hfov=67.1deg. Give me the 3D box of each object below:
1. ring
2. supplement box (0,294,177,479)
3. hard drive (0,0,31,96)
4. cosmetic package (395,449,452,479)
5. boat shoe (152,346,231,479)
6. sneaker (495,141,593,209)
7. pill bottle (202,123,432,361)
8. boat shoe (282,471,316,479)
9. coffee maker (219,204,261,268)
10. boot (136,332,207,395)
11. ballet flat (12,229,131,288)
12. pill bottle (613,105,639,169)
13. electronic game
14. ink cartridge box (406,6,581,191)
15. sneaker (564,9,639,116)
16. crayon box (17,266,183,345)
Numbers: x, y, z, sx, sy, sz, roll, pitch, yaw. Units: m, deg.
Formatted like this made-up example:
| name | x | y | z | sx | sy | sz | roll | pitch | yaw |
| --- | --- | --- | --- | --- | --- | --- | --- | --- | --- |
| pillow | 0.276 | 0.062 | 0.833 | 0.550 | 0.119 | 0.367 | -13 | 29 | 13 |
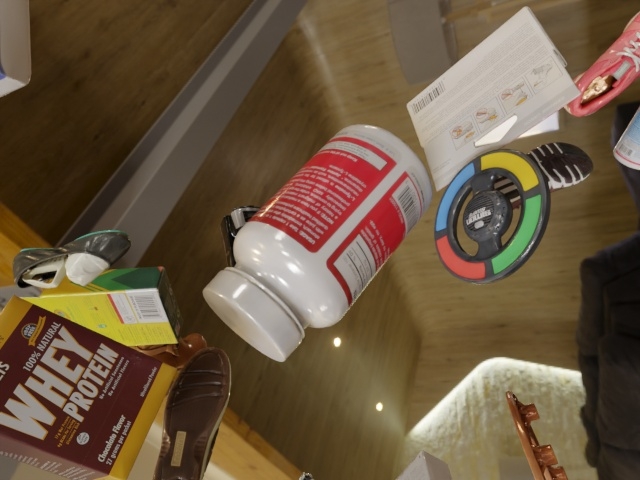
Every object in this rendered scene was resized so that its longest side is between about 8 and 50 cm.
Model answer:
| name | x | y | z | sx | sy | sz | roll | pitch | yaw |
| --- | --- | --- | --- | --- | --- | --- | --- | --- | --- |
| ring | 0.305 | 0.345 | 0.578 | 0.336 | 0.032 | 0.336 | 57 | -161 | -32 |
| supplement box | -0.310 | 0.190 | 0.572 | 0.194 | 0.191 | 0.129 | 31 | -129 | -17 |
| hard drive | -0.471 | -0.235 | 0.572 | 0.040 | 0.319 | 0.210 | 15 | -115 | -65 |
| cosmetic package | 0.128 | 0.469 | 0.790 | 0.061 | 0.239 | 0.099 | 30 | -163 | -12 |
| boat shoe | -0.209 | 0.305 | 0.782 | 0.095 | 0.095 | 0.257 | 102 | -177 | -64 |
| sneaker | 0.456 | -0.122 | 1.089 | 0.162 | 0.282 | 0.106 | 105 | 146 | -64 |
| pill bottle | 0.000 | 0.000 | 0.848 | 0.407 | 0.229 | 0.229 | -48 | -48 | -24 |
| boat shoe | -0.032 | 0.390 | 0.731 | 0.075 | 0.206 | 0.064 | -5 | -117 | -27 |
| coffee maker | -0.188 | 0.028 | 1.175 | 0.120 | 0.171 | 0.178 | 18 | -131 | -48 |
| boot | -0.431 | 0.289 | 1.395 | 0.283 | 0.109 | 0.220 | -44 | -45 | -58 |
| ballet flat | -0.530 | 0.054 | 1.026 | 0.095 | 0.281 | 0.096 | 55 | -153 | -54 |
| pill bottle | 0.660 | -0.224 | 0.950 | 0.087 | 0.087 | 0.160 | -70 | -8 | -48 |
| electronic game | 0.273 | -0.040 | 0.797 | 0.048 | 0.229 | 0.229 | 16 | -116 | -29 |
| ink cartridge box | 0.326 | -0.261 | 0.938 | 0.066 | 0.296 | 0.261 | 22 | -134 | -38 |
| sneaker | 0.676 | -0.388 | 1.053 | 0.116 | 0.313 | 0.136 | 40 | -144 | 4 |
| crayon box | -0.516 | 0.166 | 1.162 | 0.081 | 0.319 | 0.202 | -93 | 1 | -49 |
